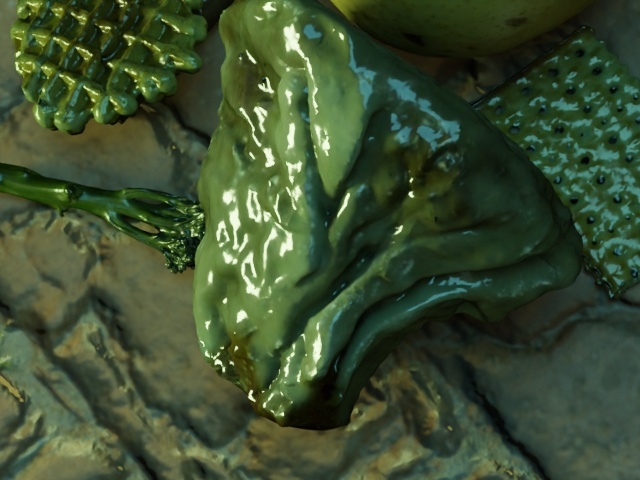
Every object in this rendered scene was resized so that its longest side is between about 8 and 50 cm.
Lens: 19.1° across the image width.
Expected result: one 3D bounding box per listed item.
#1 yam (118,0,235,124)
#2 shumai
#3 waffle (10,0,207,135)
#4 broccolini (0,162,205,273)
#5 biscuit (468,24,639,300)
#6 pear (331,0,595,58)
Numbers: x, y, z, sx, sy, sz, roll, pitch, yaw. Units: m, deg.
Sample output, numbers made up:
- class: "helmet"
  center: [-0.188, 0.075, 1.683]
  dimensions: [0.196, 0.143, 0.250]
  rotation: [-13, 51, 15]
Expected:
- class: "yam"
  center: [-0.067, -0.225, 1.595]
  dimensions: [0.327, 0.045, 0.045]
  rotation: [-47, 43, -8]
- class: "shumai"
  center: [0.000, 0.000, 1.402]
  dimensions: [0.309, 0.304, 0.263]
  rotation: [30, 83, 45]
- class: "waffle"
  center: [-0.173, -0.171, 1.560]
  dimensions: [0.169, 0.036, 0.183]
  rotation: [-24, 55, 8]
- class: "broccolini"
  center: [-0.178, -0.020, 1.545]
  dimensions: [0.216, 0.058, 0.067]
  rotation: [10, 39, 15]
- class: "biscuit"
  center: [0.226, -0.069, 1.539]
  dimensions: [0.144, 0.016, 0.203]
  rotation: [-37, 73, -7]
- class: "pear"
  center: [0.116, -0.294, 1.471]
  dimensions: [0.309, 0.309, 0.309]
  rotation: [-1, 73, 4]
